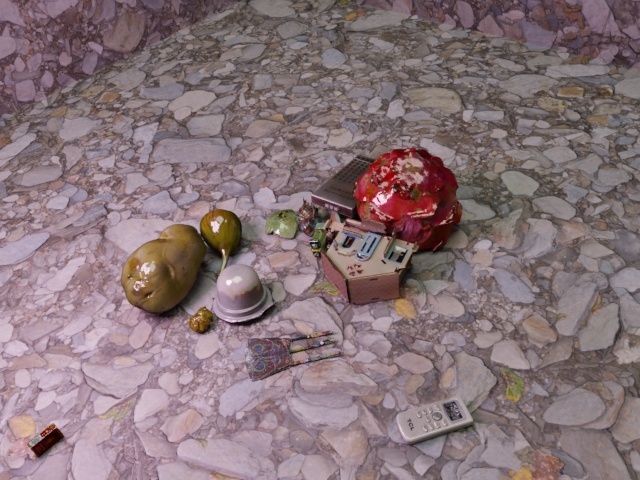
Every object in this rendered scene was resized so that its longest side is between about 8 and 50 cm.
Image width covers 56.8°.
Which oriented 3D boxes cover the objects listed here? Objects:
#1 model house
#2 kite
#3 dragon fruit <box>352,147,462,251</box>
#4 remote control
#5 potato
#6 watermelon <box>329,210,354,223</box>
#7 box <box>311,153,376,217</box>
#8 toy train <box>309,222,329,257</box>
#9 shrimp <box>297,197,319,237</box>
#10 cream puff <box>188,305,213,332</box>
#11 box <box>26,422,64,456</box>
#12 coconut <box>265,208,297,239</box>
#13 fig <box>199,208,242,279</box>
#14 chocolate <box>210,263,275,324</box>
[{"bbox_3d":[0.123,0.070,1.894,0.325,0.169,0.244,17,53,21],"label":"model house"},{"bbox_3d":[-0.085,0.332,1.763,0.285,0.015,0.152,-12,45,0],"label":"kite"},{"bbox_3d":[0.317,-0.163,2.008,0.370,0.249,0.386,-27,65,-31],"label":"dragon fruit"},{"bbox_3d":[0.294,0.467,1.541,0.189,0.029,0.088,-15,43,-6],"label":"remote control"},{"bbox_3d":[-0.508,0.081,1.959,0.218,0.203,0.351,19,49,26],"label":"potato"},{"bbox_3d":[0.087,-0.040,2.111,0.101,0.080,0.155,15,31,-28],"label":"watermelon"},{"bbox_3d":[0.129,-0.208,2.182,0.180,0.047,0.325,21,45,28],"label":"box"},{"bbox_3d":[0.000,0.000,2.055,0.050,0.081,0.122,3,43,21],"label":"toy train"},{"bbox_3d":[-0.050,-0.090,2.165,0.090,0.079,0.233,-41,35,21],"label":"shrimp"},{"bbox_3d":[-0.379,0.247,1.866,0.083,0.058,0.083,-36,47,-25],"label":"cream puff"},{"bbox_3d":[-0.749,0.544,1.613,0.023,0.052,0.082,29,55,32],"label":"box"},{"bbox_3d":[-0.143,-0.066,2.167,0.133,0.055,0.158,-17,42,-11],"label":"coconut"},{"bbox_3d":[-0.344,0.005,2.064,0.151,0.151,0.259,-10,48,-2],"label":"fig"},{"bbox_3d":[-0.254,0.154,1.883,0.221,0.147,0.221,-2,43,2],"label":"chocolate"}]
